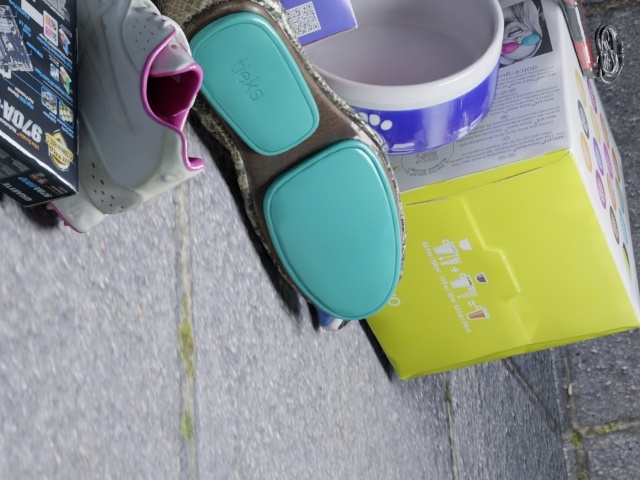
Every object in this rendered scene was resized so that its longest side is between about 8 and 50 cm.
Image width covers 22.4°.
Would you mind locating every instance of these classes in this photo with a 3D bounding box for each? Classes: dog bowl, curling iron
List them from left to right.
[{"bbox_3d":[0.081,-0.223,1.908,0.104,0.265,0.265,90,3,-45],"label":"dog bowl"},{"bbox_3d":[0.312,-0.320,1.992,0.068,0.035,0.274,-37,112,-30],"label":"curling iron"}]

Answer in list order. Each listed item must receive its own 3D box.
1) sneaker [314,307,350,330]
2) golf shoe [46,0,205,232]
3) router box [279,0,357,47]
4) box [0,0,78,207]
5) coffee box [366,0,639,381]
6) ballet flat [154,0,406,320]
[{"bbox_3d":[0.000,0.000,1.868,0.081,0.080,0.211,-2,89,-34],"label":"sneaker"},{"bbox_3d":[-0.157,-0.153,1.300,0.115,0.140,0.306,47,33,-58],"label":"golf shoe"},{"bbox_3d":[-0.067,-0.413,1.755,0.301,0.082,0.335,-106,177,-64],"label":"router box"},{"bbox_3d":[-0.245,-0.144,1.133,0.220,0.051,0.175,41,40,-59],"label":"box"},{"bbox_3d":[0.202,-0.071,2.090,0.334,0.338,0.338,-86,155,-44],"label":"coffee box"},{"bbox_3d":[-0.039,-0.121,1.692,0.483,0.164,0.182,59,4,-44],"label":"ballet flat"}]
